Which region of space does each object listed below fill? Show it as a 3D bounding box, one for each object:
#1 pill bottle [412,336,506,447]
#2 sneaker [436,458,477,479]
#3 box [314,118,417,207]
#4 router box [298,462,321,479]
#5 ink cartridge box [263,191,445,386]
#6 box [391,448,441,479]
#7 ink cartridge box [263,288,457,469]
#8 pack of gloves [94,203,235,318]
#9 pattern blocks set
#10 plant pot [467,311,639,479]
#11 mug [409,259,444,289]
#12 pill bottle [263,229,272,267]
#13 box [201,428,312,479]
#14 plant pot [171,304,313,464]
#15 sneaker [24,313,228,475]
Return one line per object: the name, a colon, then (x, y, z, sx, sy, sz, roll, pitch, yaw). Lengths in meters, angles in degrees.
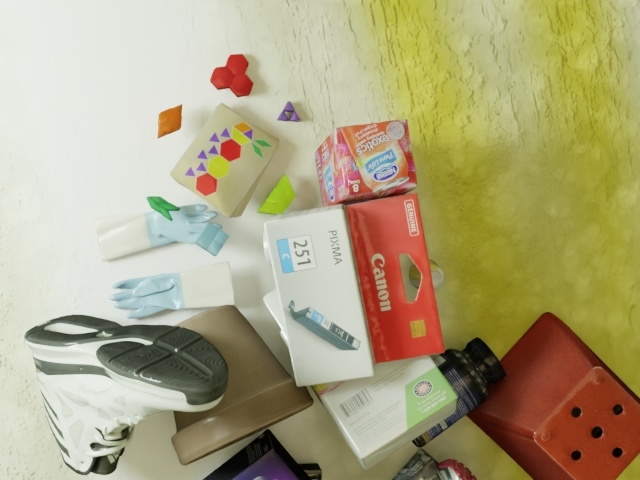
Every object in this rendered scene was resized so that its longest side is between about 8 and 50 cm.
pill bottle: (0.239, 0.285, 1.914, 0.219, 0.123, 0.122, -35, 99, -5)
sneaker: (0.268, 0.555, 1.869, 0.112, 0.121, 0.299, -15, 92, 13)
box: (0.075, -0.128, 1.778, 0.128, 0.257, 0.122, -8, 87, -9)
router box: (-0.089, 0.497, 1.913, 0.179, 0.046, 0.133, -1, 96, -9)
ink cartridge box: (0.061, 0.084, 1.706, 0.261, 0.066, 0.296, -10, 100, 7)
box: (0.188, 0.600, 1.955, 0.242, 0.076, 0.307, 44, 87, -10)
ink cartridge box: (0.068, 0.210, 1.838, 0.207, 0.119, 0.353, -31, 68, -6)
pack of gloves: (-0.284, 0.037, 1.852, 0.232, 0.046, 0.195, -8, 96, 1)
pattern blocks set: (-0.171, -0.149, 1.828, 0.285, 0.026, 0.325, 45, 74, -10)
plant pot: (0.476, 0.332, 1.902, 0.267, 0.236, 0.267, 44, 86, -11)
mug: (0.201, 0.066, 1.919, 0.078, 0.064, 0.062, 24, 91, -11)
pill bottle: (0.000, 0.000, 1.815, 0.194, 0.108, 0.108, -7, 96, 13)
box: (-0.085, 0.509, 1.837, 0.184, 0.103, 0.261, -38, 105, 2)
plant pot: (-0.173, 0.246, 1.798, 0.263, 0.263, 0.229, -24, 79, -7)
sneaker: (-0.318, 0.284, 1.713, 0.169, 0.448, 0.257, -24, 114, -47)
